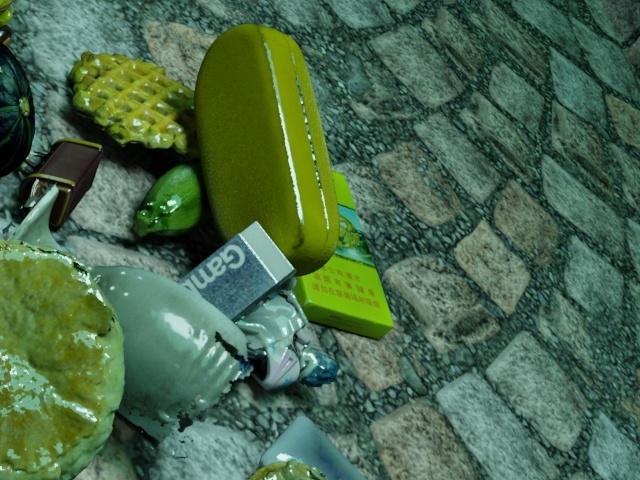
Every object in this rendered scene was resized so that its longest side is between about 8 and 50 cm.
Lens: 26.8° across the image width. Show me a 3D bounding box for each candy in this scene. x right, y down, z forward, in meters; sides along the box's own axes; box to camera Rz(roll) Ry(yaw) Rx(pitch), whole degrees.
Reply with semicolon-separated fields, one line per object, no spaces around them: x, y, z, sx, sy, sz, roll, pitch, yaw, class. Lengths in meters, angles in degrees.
0.001;0.329;1.809;0.174;0.071;0.138;48;31;1;candy

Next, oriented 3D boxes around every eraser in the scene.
-0.141;0.074;1.811;0.092;0.212;0.046;52;0;10;eraser

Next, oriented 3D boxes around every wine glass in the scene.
-0.254;0.098;1.663;0.357;0.190;0.190;42;32;-9;wine glass

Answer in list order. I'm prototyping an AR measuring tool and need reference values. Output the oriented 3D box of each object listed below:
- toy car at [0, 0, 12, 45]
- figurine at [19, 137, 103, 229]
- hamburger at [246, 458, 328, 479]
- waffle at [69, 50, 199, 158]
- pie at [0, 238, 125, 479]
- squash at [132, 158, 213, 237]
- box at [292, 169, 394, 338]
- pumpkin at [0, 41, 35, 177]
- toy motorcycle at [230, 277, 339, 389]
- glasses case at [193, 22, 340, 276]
-0.523;-0.355;1.899;0.200;0.142;0.248;40;31;-8;toy car
-0.372;-0.085;1.846;0.098;0.082;0.154;29;34;-2;figurine
-0.052;0.386;1.662;0.183;0.130;0.206;44;51;0;hamburger
-0.257;-0.211;2.070;0.291;0.051;0.291;18;30;-11;waffle
-0.357;0.134;1.500;0.306;0.071;0.306;2;86;-24;pie
-0.174;-0.080;2.041;0.101;0.101;0.378;48;33;3;squash
0.000;0.000;2.201;0.187;0.047;0.335;17;41;-37;box
-0.448;-0.175;1.764;0.150;0.194;0.194;20;28;15;pumpkin
-0.058;0.136;1.933;0.204;0.108;0.239;31;57;-14;toy motorcycle
-0.077;-0.123;1.953;0.141;0.173;0.371;12;61;-52;glasses case
